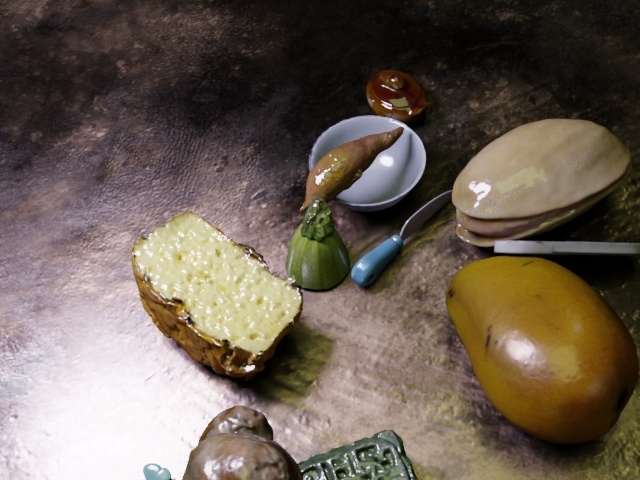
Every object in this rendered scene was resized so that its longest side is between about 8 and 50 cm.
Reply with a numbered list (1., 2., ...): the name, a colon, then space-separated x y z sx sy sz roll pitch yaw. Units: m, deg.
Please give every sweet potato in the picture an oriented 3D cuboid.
1. sweet potato: 0.049 -0.126 1.355 0.226 0.068 0.068 -40 61 -20

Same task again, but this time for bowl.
1. bowl: 0.078 -0.106 1.428 0.189 0.086 0.189 -3 54 5

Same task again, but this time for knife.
1. knife: 0.138 -0.015 1.376 0.032 0.058 0.244 37 66 28

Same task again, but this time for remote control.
1. remote control: 0.369 0.011 1.291 0.245 0.077 0.022 2 89 -20

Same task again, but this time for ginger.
1. ginger: -0.090 0.339 1.029 0.155 0.244 0.304 5 67 -14

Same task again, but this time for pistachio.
1. pistachio: 0.338 -0.092 1.345 0.293 0.162 0.181 -21 41 -9

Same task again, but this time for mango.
1. mango: 0.296 0.133 1.198 0.211 0.173 0.317 -26 45 -9

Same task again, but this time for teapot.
1. teapot: 0.137 -0.256 1.529 0.098 0.078 0.129 -36 60 -18

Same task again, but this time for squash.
1. squash: -0.008 0.000 1.333 0.105 0.132 0.105 -2 53 3

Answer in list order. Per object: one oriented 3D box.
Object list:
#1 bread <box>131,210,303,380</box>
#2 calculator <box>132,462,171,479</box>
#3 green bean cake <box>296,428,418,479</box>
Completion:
1. bread: -0.157 0.093 1.282 0.260 0.147 0.160 32 55 17
2. calculator: -0.238 0.373 1.166 0.095 0.021 0.153 9 57 11
3. green bean cake: 0.050 0.347 1.113 0.181 0.094 0.173 -16 56 -5
